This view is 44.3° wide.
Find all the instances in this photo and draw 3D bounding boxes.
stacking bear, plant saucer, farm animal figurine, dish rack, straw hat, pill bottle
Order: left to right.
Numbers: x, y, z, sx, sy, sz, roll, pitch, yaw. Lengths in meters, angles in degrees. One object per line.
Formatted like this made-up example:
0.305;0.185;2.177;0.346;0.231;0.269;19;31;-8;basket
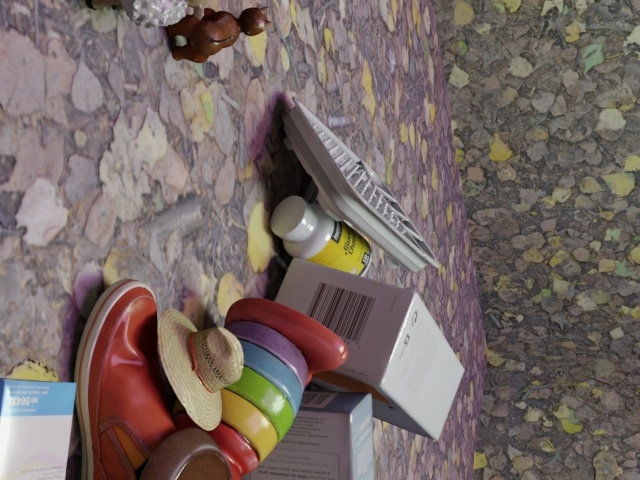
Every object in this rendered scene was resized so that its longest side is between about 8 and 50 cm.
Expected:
-0.135;0.281;0.815;0.168;0.029;0.169;2;90;-65;plant saucer
-0.119;0.133;0.880;0.144;0.061;0.145;-23;90;-78;straw hat
-0.125;-0.392;0.938;0.326;0.172;0.330;-1;90;-70;farm animal figurine
-0.113;0.229;0.993;0.164;0.175;0.289;37;52;-9;stacking bear
0.000;0.000;1.340;0.184;0.103;0.103;37;53;-43;pill bottle
0.059;-0.082;1.370;0.333;0.072;0.286;38;18;-48;dish rack

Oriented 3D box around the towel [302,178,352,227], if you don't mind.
0.018;0.001;1.529;0.209;0.034;0.285;-68;150;-46;towel

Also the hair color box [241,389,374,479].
-0.017;0.424;1.201;0.113;0.185;0.375;-16;105;-70;hair color box

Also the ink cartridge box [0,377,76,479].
-0.271;0.185;0.642;0.090;0.092;0.143;31;60;-66;ink cartridge box

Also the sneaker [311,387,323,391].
-0.013;0.322;1.424;0.118;0.042;0.067;-75;158;-51;sneaker

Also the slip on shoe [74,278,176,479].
-0.195;0.207;0.843;0.123;0.101;0.331;14;75;-68;slip on shoe

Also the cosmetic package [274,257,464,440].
0.092;0.209;1.409;0.162;0.230;0.453;-67;153;-16;cosmetic package
